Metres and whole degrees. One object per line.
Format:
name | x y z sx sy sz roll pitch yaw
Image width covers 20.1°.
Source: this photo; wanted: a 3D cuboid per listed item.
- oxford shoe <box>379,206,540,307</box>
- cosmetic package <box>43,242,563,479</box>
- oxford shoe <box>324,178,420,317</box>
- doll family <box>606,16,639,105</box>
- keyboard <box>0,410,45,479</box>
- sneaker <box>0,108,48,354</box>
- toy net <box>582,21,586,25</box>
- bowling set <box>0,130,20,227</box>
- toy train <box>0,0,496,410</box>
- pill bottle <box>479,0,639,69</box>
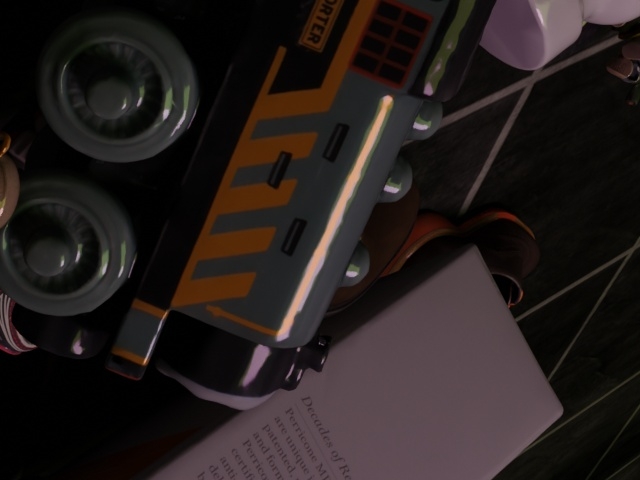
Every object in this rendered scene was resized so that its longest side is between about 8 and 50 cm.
oxford shoe | 0.144 0.035 1.654 0.097 0.098 0.271 -53 158 22
cosmetic package | -0.051 0.183 1.304 0.230 0.161 0.453 -23 -174 44
oxford shoe | 0.000 0.000 1.085 0.227 0.083 0.096 -32 175 -47
doll family | 0.295 -0.207 1.508 0.193 0.076 0.111 -53 153 15
keyboard | -0.283 0.195 1.224 0.201 0.033 0.317 -61 159 14
sneaker | -0.094 -0.046 1.030 0.299 0.112 0.121 -48 159 13
toy net | 0.128 -0.172 1.297 0.232 0.045 0.122 -29 155 -35
bowling set | -0.204 -0.014 0.823 0.287 0.154 0.200 -52 158 21
toy train | -0.038 -0.069 0.890 0.142 0.190 0.334 -75 -172 -69
pill bottle | 0.196 -0.233 1.152 0.264 0.153 0.153 -38 159 -14
